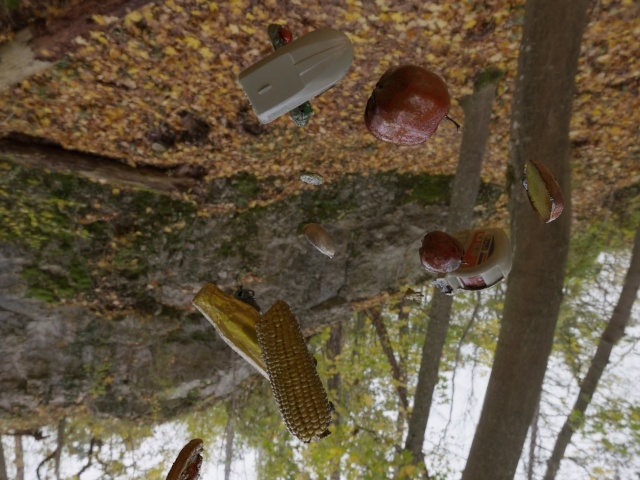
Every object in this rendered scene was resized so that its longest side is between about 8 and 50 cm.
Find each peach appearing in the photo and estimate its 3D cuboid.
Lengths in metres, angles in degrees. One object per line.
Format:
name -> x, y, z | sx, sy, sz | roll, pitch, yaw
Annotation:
peach -> 0.634, -0.145, 1.259 | 0.068, 0.189, 0.279 | -20, -170, 14

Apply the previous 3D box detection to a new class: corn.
corn -> -0.082, 0.361, 1.240 | 0.143, 0.388, 0.144 | -23, 169, -5

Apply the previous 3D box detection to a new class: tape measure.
tape measure -> 0.582, 0.077, 1.696 | 0.264, 0.130, 0.258 | -6, -138, 41

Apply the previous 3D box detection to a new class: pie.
pie -> -0.028, -0.209, 1.517 | 0.084, 0.020, 0.084 | 8, 166, 2

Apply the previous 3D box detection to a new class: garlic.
garlic -> -0.006, -0.008, 1.996 | 0.195, 0.087, 0.101 | 42, 171, 9

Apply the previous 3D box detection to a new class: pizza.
pizza -> -0.357, 0.653, 1.203 | 0.062, 0.199, 0.188 | 8, -165, 9

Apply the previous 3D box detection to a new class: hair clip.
hair clip -> -0.074, -0.526, 1.406 | 0.091, 0.322, 0.138 | -16, -176, 18

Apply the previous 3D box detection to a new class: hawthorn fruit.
hawthorn fruit -> 0.189, -0.259, 0.892 | 0.193, 0.157, 0.157 | 17, -169, -8
hawthorn fruit -> 0.417, 0.046, 1.514 | 0.171, 0.148, 0.148 | 18, -166, 25

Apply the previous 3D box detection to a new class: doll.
doll -> 0.406, 0.242, 1.946 | 0.093, 0.061, 0.051 | 31, -141, -18

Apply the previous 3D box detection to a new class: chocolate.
chocolate -> -0.213, 0.298, 1.442 | 0.445, 0.162, 0.162 | 44, -175, -13

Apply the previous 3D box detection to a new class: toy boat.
toy boat -> -0.054, -0.390, 1.058 | 0.269, 0.141, 0.141 | -30, -161, -5

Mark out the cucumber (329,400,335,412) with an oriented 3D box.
cucumber -> -0.010, 0.738, 1.916 | 0.058, 0.058, 0.187 | 18, -168, 35

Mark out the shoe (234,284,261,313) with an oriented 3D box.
shoe -> -0.312, 0.259, 1.895 | 0.091, 0.106, 0.207 | 0, -165, -31
